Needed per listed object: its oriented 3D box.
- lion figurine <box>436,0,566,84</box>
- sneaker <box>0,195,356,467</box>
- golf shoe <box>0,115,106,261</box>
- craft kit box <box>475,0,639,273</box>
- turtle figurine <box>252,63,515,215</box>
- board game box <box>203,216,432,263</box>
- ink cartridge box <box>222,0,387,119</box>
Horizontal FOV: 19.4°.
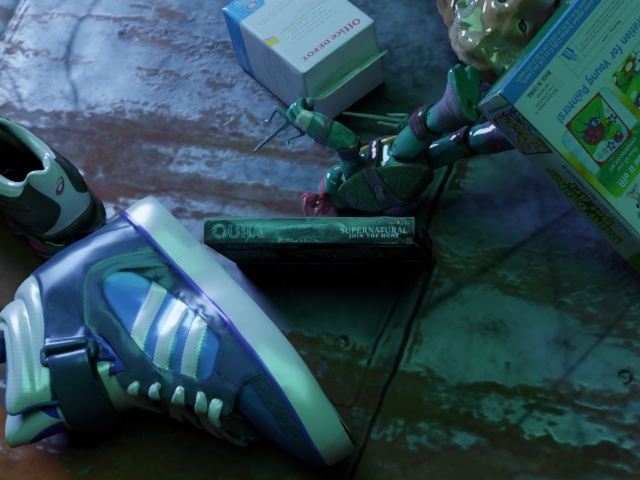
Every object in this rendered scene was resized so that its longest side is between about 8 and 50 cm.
[{"bbox_3d":[0.139,-0.315,1.842,0.240,0.142,0.392,-36,56,-17],"label":"lion figurine"},{"bbox_3d":[-0.147,0.133,1.601,0.236,0.130,0.323,-40,62,-6],"label":"sneaker"},{"bbox_3d":[-0.319,-0.090,1.781,0.273,0.120,0.105,28,66,27],"label":"golf shoe"},{"bbox_3d":[0.300,-0.121,1.648,0.246,0.061,0.250,44,67,-5],"label":"craft kit box"},{"bbox_3d":[0.065,-0.085,1.706,0.234,0.175,0.118,-19,80,35],"label":"turtle figurine"},{"bbox_3d":[0.000,0.000,1.657,0.186,0.126,0.026,0,81,10],"label":"board game box"},{"bbox_3d":[-0.010,-0.185,1.807,0.092,0.090,0.143,-37,57,-16],"label":"ink cartridge box"}]
